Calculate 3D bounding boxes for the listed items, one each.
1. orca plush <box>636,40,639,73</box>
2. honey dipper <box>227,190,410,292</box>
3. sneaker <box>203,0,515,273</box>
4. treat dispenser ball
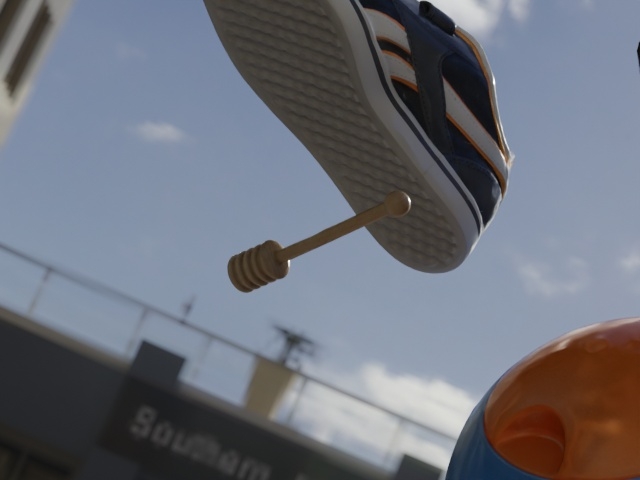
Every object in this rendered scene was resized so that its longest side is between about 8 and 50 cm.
[{"bbox_3d":[0.266,-0.010,0.798,0.287,0.102,0.151,38,-50,24],"label":"orca plush"},{"bbox_3d":[0.000,0.000,1.252,0.161,0.030,0.030,-23,-42,38],"label":"honey dipper"},{"bbox_3d":[0.032,-0.134,1.329,0.126,0.127,0.321,-9,-57,45],"label":"sneaker"},{"bbox_3d":[0.227,0.195,1.233,0.288,0.288,0.288,22,-13,5],"label":"treat dispenser ball"}]
